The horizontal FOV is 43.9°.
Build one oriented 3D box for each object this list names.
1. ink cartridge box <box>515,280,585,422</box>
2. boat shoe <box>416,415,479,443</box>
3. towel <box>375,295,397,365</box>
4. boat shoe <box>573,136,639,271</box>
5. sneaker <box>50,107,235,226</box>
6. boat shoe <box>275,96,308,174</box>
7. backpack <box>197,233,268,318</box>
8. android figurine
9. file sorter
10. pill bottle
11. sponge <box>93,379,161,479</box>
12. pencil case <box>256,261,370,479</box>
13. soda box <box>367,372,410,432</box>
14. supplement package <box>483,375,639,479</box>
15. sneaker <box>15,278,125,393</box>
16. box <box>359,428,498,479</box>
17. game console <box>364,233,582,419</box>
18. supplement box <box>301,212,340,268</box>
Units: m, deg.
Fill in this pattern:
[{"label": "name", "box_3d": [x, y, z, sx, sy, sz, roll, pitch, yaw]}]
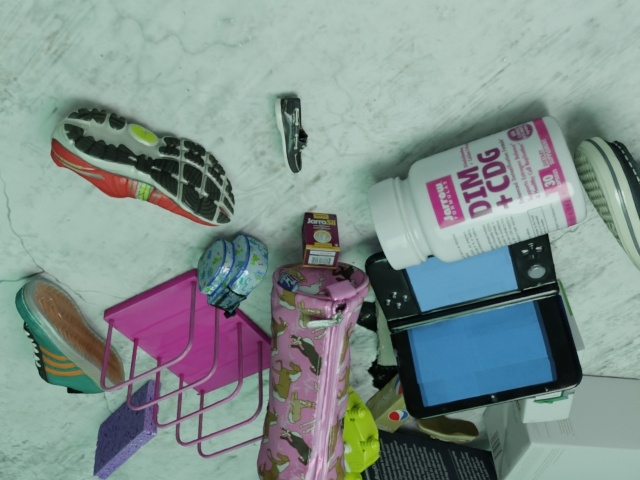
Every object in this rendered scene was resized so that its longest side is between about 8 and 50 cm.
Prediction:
[{"label": "ink cartridge box", "box_3d": [0.398, 0.204, 1.432, 0.093, 0.160, 0.219, -6, 136, 2]}, {"label": "boat shoe", "box_3d": [0.267, 0.409, 1.705, 0.153, 0.056, 0.048, 13, 128, -27]}, {"label": "towel", "box_3d": [0.189, 0.127, 1.418, 0.187, 0.049, 0.282, -3, 134, 2]}, {"label": "boat shoe", "box_3d": [0.535, -0.022, 1.208, 0.156, 0.186, 0.500, -36, 132, 21]}, {"label": "sneaker", "box_3d": [-0.253, -0.097, 1.145, 0.279, 0.107, 0.118, 28, 145, -25]}, {"label": "boat shoe", "box_3d": [-0.036, -0.148, 1.127, 0.038, 0.046, 0.125, -5, 127, 7]}, {"label": "backpack", "box_3d": [-0.142, 0.046, 1.271, 0.084, 0.105, 0.114, 31, 120, -32]}, {"label": "android figurine", "box_3d": [0.014, 0.364, 1.529, 0.056, 0.248, 0.273, -23, -176, -38]}, {"label": "file sorter", "box_3d": [-0.219, 0.233, 1.399, 0.202, 0.182, 0.290, -25, 132, 19]}, {"label": "pill bottle", "box_3d": [0.223, -0.061, 1.150, 0.283, 0.160, 0.160, -19, 133, 14]}, {"label": "sponge", "box_3d": [-0.386, 0.378, 1.578, 0.031, 0.117, 0.210, 26, 128, -30]}, {"label": "pencil case", "box_3d": [-0.016, 0.226, 1.296, 0.160, 0.167, 0.385, 13, 109, 20]}, {"label": "soda box", "box_3d": [0.167, 0.312, 1.592, 0.058, 0.061, 0.181, 21, 130, -24]}, {"label": "supplement package", "box_3d": [0.512, 0.393, 1.618, 0.293, 0.177, 0.175, 6, 134, -10]}, {"label": "sneaker", "box_3d": [-0.462, 0.187, 1.386, 0.121, 0.108, 0.302, -17, 135, 7]}, {"label": "box", "box_3d": [0.203, 0.591, 1.667, 0.396, 0.212, 0.293, 15, 120, -19]}, {"label": "game console", "box_3d": [0.244, 0.127, 1.266, 0.293, 0.173, 0.250, -15, 133, 11]}, {"label": "supplement box", "box_3d": [0.000, 0.000, 1.249, 0.055, 0.083, 0.043, 3, 133, -8]}]
